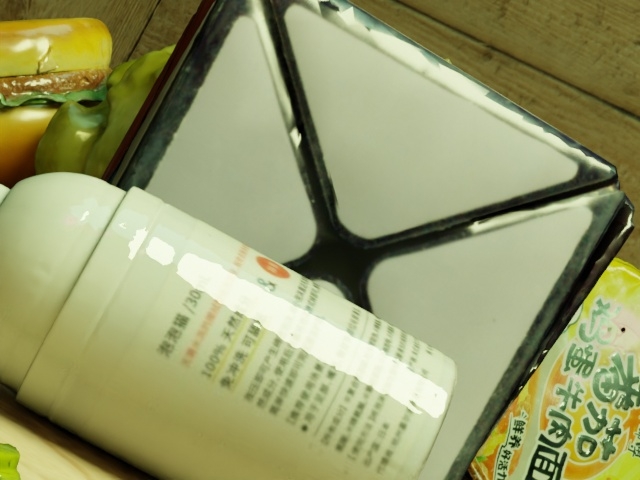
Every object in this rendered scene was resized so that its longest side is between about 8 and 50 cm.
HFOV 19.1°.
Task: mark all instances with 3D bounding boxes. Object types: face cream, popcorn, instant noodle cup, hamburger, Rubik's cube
[{"bbox_3d":[-0.115,0.045,1.084,0.370,0.145,0.145,28,2,-3],"label":"face cream"},{"bbox_3d":[-0.100,-0.066,1.665,0.242,0.235,0.250,17,7,35],"label":"popcorn"},{"bbox_3d":[0.194,0.128,1.823,0.264,0.264,0.200,28,-5,-25],"label":"instant noodle cup"},{"bbox_3d":[-0.297,-0.118,1.759,0.246,0.170,0.246,-3,7,0],"label":"hamburger"},{"bbox_3d":[0.000,0.000,1.350,0.310,0.307,0.305,30,0,-9],"label":"Rubik's cube"}]

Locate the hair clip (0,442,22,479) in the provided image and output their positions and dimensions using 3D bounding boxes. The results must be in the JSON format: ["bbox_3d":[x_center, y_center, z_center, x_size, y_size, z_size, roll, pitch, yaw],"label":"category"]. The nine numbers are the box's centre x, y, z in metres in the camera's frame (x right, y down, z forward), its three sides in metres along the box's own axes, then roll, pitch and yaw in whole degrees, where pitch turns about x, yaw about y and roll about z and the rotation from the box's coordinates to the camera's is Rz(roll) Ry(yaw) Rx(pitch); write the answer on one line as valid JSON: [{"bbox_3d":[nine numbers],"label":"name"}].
[{"bbox_3d":[-0.195,0.072,0.858,0.188,0.033,0.060,34,7,34],"label":"hair clip"}]

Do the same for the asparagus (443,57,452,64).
[{"bbox_3d":[0.094,-0.131,1.473,0.015,0.018,0.127,6,2,1],"label":"asparagus"}]
